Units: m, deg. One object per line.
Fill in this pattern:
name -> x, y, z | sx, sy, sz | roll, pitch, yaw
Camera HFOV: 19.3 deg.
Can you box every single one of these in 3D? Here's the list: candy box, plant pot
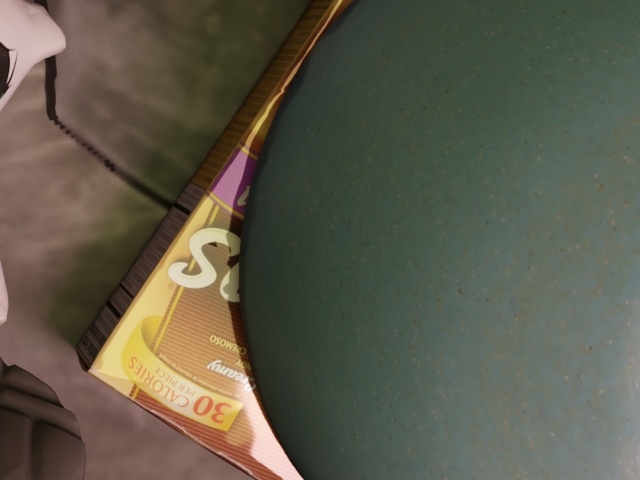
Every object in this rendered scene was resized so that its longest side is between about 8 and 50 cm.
candy box -> 0.000, 0.000, 0.748 | 0.109, 0.053, 0.186 | 34, 89, -14
plant pot -> 0.134, 0.026, 0.650 | 0.290, 0.195, 0.290 | -3, 102, -15

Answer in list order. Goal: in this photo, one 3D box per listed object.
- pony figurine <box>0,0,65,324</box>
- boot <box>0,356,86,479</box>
pony figurine -> -0.125, -0.198, 0.610 | 0.351, 0.303, 0.363 | 49, 67, -14
boot -> -0.230, 0.095, 0.659 | 0.118, 0.338, 0.222 | -36, 149, -42
